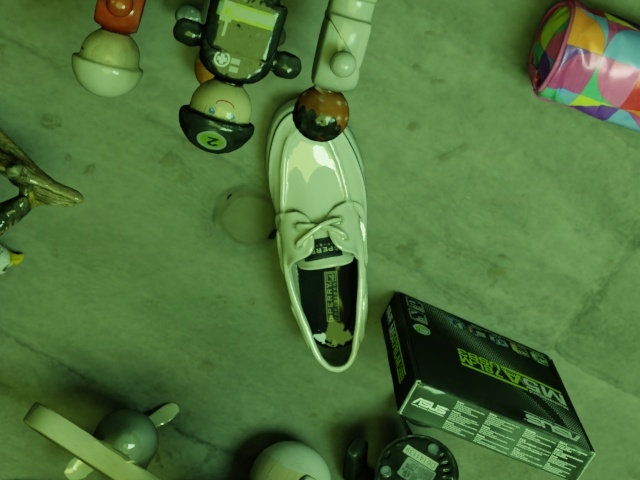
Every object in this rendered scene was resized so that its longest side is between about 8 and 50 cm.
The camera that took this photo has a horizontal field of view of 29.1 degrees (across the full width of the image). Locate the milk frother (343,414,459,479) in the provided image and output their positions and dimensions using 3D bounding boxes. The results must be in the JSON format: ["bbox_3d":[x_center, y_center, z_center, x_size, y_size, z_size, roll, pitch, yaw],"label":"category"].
[{"bbox_3d":[0.107,0.235,1.286,0.143,0.129,0.134,-34,152,-19],"label":"milk frother"}]

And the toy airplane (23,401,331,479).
[{"bbox_3d":[-0.068,0.297,1.196,0.384,0.272,0.386,2,133,35],"label":"toy airplane"}]

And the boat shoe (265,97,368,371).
[{"bbox_3d":[0.000,0.000,1.178,0.096,0.088,0.267,-4,113,-2],"label":"boat shoe"}]

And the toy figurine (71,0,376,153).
[{"bbox_3d":[-0.075,-0.163,1.026,0.213,0.209,0.148,25,106,33],"label":"toy figurine"}]

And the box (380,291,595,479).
[{"bbox_3d":[0.156,0.138,1.194,0.191,0.184,0.045,24,108,-12],"label":"box"}]

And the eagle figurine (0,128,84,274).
[{"bbox_3d":[-0.355,0.029,1.119,0.298,0.226,0.225,-48,128,10],"label":"eagle figurine"}]

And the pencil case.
[{"bbox_3d":[0.307,-0.139,1.136,0.236,0.104,0.104,21,110,-10],"label":"pencil case"}]
